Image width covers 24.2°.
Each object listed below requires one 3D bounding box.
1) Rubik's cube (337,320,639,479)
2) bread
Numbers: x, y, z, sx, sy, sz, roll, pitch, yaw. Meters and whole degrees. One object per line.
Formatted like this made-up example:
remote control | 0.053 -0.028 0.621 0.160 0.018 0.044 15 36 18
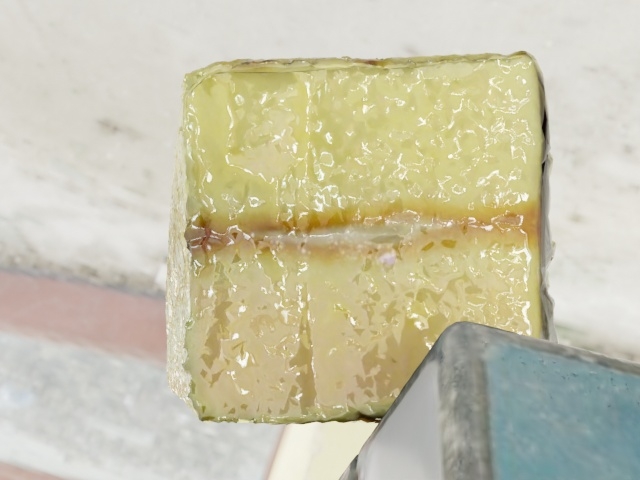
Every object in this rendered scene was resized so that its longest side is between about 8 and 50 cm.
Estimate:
Rubik's cube | 0.130 0.256 0.598 0.305 0.301 0.304 14 138 -16
bread | -0.001 0.002 0.753 0.167 0.163 0.264 -2 180 -12
